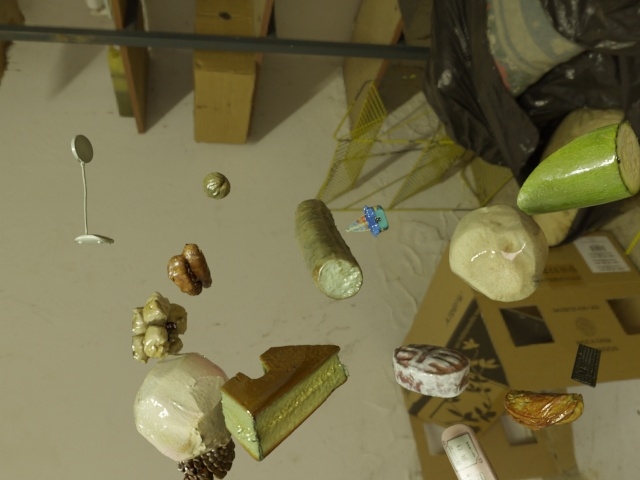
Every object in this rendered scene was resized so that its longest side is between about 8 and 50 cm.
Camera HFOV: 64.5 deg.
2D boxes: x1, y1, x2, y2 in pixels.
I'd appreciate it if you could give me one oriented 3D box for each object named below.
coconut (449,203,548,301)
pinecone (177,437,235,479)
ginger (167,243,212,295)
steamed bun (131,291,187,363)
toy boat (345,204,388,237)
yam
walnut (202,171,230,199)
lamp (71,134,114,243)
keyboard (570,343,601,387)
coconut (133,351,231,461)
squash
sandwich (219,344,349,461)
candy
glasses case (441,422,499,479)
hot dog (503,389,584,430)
[{"bbox_3d":[0.387,0.026,1.105,0.224,0.223,0.225,179,90,-81],"label":"coconut"},{"bbox_3d":[-0.367,0.669,1.598,0.204,0.179,0.185,-37,57,43],"label":"pinecone"},{"bbox_3d":[-0.332,0.089,1.308,0.073,0.103,0.162,29,148,36],"label":"ginger"},{"bbox_3d":[-0.417,0.227,1.338,0.177,0.106,0.193,87,-179,-74],"label":"steamed bun"},{"bbox_3d":[0.118,-0.048,1.358,0.175,0.110,0.091,-62,-48,-87],"label":"toy boat"},{"bbox_3d":[0.000,0.000,0.817,0.371,0.083,0.083,-108,19,-74],"label":"yam"},{"bbox_3d":[-0.312,-0.163,1.522,0.092,0.091,0.092,179,90,-81],"label":"walnut"},{"bbox_3d":[-0.387,-0.087,0.860,0.050,0.056,0.199,32,-131,-75],"label":"lamp"},{"bbox_3d":[0.749,0.348,1.425,0.198,0.063,0.010,-32,-47,-53],"label":"keyboard"},{"bbox_3d":[-0.298,0.385,1.174,0.227,0.230,0.227,-58,-11,-19],"label":"coconut"},{"bbox_3d":[0.629,-0.173,1.255,0.260,0.189,0.190,-10,80,50],"label":"squash"},{"bbox_3d":[-0.068,0.284,0.972,0.128,0.235,0.122,26,135,40],"label":"sandwich"},{"bbox_3d":[0.400,0.470,1.842,0.289,0.214,0.157,7,111,43],"label":"candy"},{"bbox_3d":[0.521,0.780,1.717,0.075,0.122,0.315,30,-147,-63],"label":"glasses case"},{"bbox_3d":[0.713,0.539,1.612,0.259,0.175,0.115,149,123,-66],"label":"hot dog"}]
